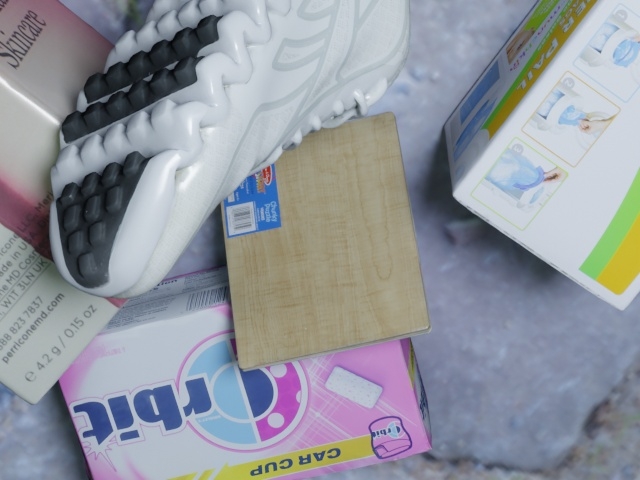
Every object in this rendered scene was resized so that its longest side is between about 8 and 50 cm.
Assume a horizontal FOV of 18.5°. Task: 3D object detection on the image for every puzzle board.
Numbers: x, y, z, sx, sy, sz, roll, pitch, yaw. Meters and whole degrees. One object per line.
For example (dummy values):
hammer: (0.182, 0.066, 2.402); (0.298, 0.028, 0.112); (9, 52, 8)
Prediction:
puzzle board: (0.000, 0.000, 0.988); (0.096, 0.128, 0.011); (-13, 150, 8)

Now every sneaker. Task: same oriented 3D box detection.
sneaker: (-0.021, -0.083, 0.882); (0.110, 0.292, 0.118); (-12, 132, 47)

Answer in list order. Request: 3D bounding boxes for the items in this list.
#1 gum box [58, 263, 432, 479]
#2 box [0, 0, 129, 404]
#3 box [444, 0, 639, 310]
gum box: (-0.045, 0.073, 1.037); (0.188, 0.062, 0.107); (-13, 110, 7)
box: (-0.179, -0.059, 0.945); (0.232, 0.148, 0.127); (39, 108, -13)
box: (0.160, -0.088, 0.941); (0.103, 0.114, 0.203); (33, 107, -11)
